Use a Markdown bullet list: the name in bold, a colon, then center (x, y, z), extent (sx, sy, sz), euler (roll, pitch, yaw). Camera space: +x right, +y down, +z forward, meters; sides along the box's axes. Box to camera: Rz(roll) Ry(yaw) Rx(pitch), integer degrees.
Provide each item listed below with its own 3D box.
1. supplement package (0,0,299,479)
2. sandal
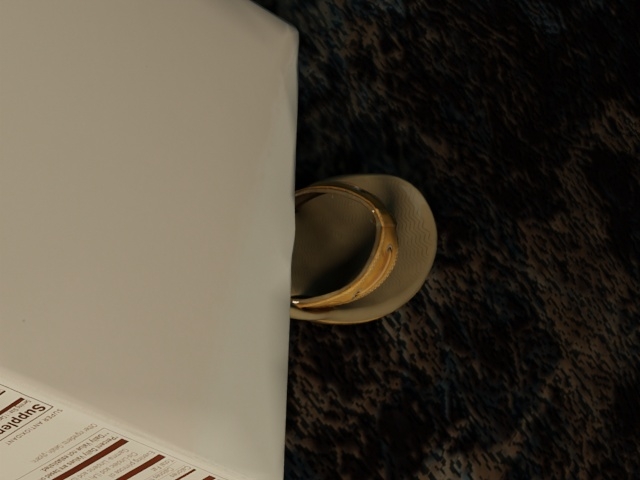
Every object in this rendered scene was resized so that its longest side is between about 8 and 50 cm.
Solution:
- **supplement package**: center (-0.131, -0.011, 0.612), extent (0.203, 0.149, 0.194), euler (28, 48, -34)
- **sandal**: center (0.000, 0.000, 0.832), extent (0.180, 0.049, 0.072), euler (-5, 71, -49)
